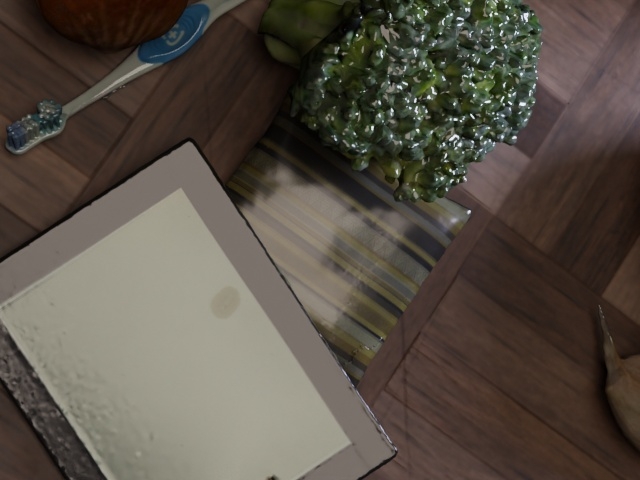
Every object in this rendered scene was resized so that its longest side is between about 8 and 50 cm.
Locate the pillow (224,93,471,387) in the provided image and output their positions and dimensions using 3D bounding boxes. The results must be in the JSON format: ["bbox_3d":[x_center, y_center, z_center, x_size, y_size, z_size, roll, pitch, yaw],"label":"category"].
[{"bbox_3d":[0.000,0.000,1.781,0.208,0.052,0.212,36,83,-8],"label":"pillow"}]

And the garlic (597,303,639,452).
[{"bbox_3d":[0.340,0.152,1.868,0.198,0.090,0.128,19,66,-9],"label":"garlic"}]

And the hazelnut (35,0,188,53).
[{"bbox_3d":[-0.179,-0.240,1.697,0.150,0.150,0.150,1,86,-17],"label":"hazelnut"}]

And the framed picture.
[{"bbox_3d":[-0.129,0.121,1.731,0.265,0.016,0.347,-34,96,-6],"label":"framed picture"}]

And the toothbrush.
[{"bbox_3d":[-0.125,-0.188,1.770,0.386,0.040,0.040,-35,97,-19],"label":"toothbrush"}]

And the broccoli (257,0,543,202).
[{"bbox_3d":[0.058,-0.156,1.729,0.288,0.245,0.248,19,81,-46],"label":"broccoli"}]
